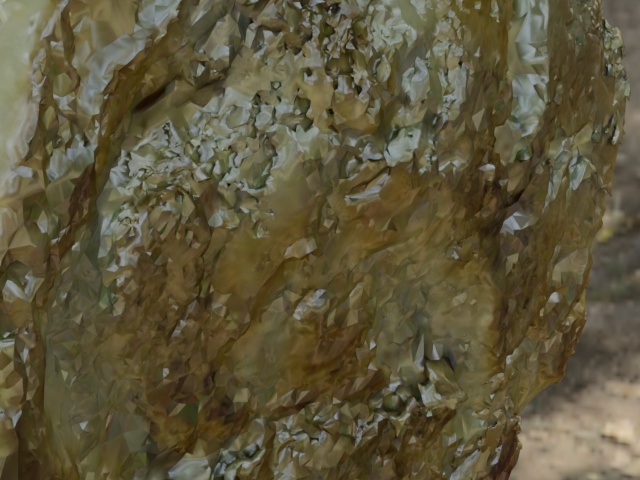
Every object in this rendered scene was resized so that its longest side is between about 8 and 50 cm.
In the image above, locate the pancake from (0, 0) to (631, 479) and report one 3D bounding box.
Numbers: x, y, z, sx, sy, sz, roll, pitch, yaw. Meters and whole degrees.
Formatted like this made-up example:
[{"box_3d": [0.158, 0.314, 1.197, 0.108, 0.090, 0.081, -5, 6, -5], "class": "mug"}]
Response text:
[{"box_3d": [0.002, 0.001, 0.577, 0.065, 0.356, 0.356, 21, 33, 38], "class": "pancake"}]
